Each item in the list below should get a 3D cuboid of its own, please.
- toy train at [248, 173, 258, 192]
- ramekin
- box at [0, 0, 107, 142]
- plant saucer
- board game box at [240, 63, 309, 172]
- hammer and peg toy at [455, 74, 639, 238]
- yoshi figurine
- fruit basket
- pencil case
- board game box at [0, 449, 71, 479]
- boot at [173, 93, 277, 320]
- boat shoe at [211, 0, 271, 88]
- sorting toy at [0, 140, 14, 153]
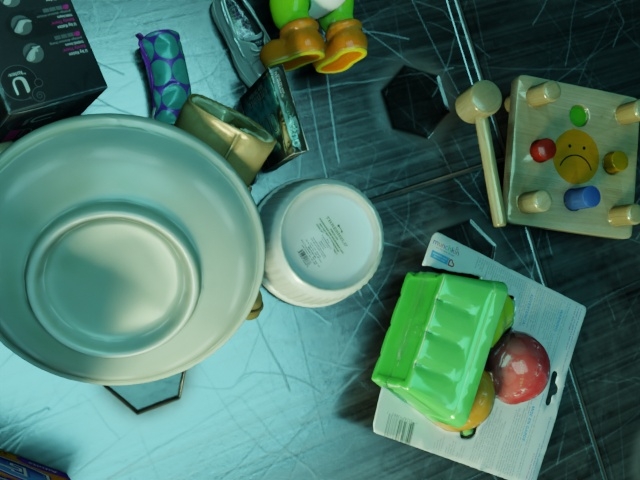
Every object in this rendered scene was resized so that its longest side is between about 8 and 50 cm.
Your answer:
[{"bbox_3d":[-0.185,-0.092,1.228,0.184,0.080,0.105,12,88,-18],"label":"toy train"},{"bbox_3d":[0.000,0.000,1.267,0.207,0.109,0.207,1,86,-19],"label":"ramekin"},{"bbox_3d":[-0.422,-0.287,1.102,0.143,0.165,0.270,-25,94,-33],"label":"box"},{"bbox_3d":[-0.267,0.039,1.074,0.400,0.100,0.400,-4,114,-9],"label":"plant saucer"},{"bbox_3d":[-0.071,-0.174,1.214,0.026,0.186,0.126,-18,91,-17],"label":"board game box"},{"bbox_3d":[0.381,-0.139,1.401,0.361,0.127,0.266,6,86,-18],"label":"hammer and peg toy"},{"bbox_3d":[-0.058,-0.433,1.258,0.203,0.203,0.362,-11,88,1],"label":"yoshi figurine"},{"bbox_3d":[0.263,0.199,1.341,0.353,0.165,0.327,25,78,-31],"label":"fruit basket"},{"bbox_3d":[-0.231,-0.233,1.229,0.070,0.064,0.152,-9,88,-36],"label":"pencil case"},{"bbox_3d":[-0.493,0.407,0.911,0.356,0.356,0.356,29,77,-23],"label":"board game box"},{"bbox_3d":[-0.135,-0.035,1.161,0.236,0.089,0.269,24,112,-17],"label":"boot"},{"bbox_3d":[-0.105,-0.306,1.278,0.066,0.063,0.184,-25,94,-19],"label":"boat shoe"},{"bbox_3d":[-0.498,-0.060,1.141,0.208,0.038,0.193,-42,99,-22],"label":"sorting toy"}]
